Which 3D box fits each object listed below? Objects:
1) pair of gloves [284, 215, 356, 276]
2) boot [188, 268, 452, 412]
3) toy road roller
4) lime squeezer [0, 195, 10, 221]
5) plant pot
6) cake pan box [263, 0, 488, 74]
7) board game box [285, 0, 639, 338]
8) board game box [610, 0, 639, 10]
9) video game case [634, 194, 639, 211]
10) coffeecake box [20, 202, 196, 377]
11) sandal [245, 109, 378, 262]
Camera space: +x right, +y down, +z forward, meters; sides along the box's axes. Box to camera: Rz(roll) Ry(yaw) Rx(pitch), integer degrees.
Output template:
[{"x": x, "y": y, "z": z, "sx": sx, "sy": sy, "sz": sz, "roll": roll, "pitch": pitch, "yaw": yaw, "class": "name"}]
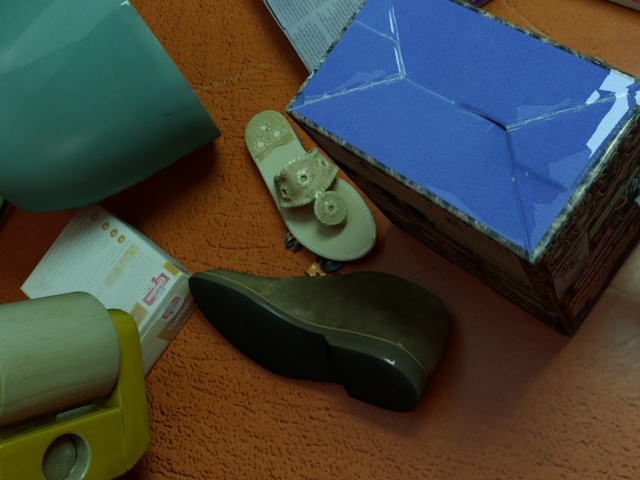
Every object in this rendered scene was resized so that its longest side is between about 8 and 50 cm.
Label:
[{"x": 0.000, "y": 0.000, "z": 0.848, "sx": 0.074, "sy": 0.010, "sz": 0.083, "roll": -41, "pitch": 63, "yaw": 5, "class": "pair of gloves"}, {"x": -0.006, "y": 0.079, "z": 0.793, "sx": 0.305, "sy": 0.112, "sz": 0.115, "roll": 16, "pitch": 49, "yaw": 30, "class": "boot"}, {"x": -0.325, "y": 0.223, "z": 0.771, "sx": 0.240, "sy": 0.202, "sz": 0.330, "roll": -1, "pitch": 94, "yaw": 38, "class": "toy road roller"}, {"x": -0.370, "y": -0.097, "z": 1.010, "sx": 0.310, "sy": 0.059, "sz": 0.110, "roll": -27, "pitch": 64, "yaw": 11, "class": "lime squeezer"}, {"x": -0.295, "y": -0.173, "z": 0.850, "sx": 0.235, "sy": 0.293, "sz": 0.293, "roll": -36, "pitch": 62, "yaw": -3, "class": "plant pot"}, {"x": 0.048, "y": -0.337, "z": 0.914, "sx": 0.245, "sy": 0.070, "sz": 0.267, "roll": -33, "pitch": 63, "yaw": 6, "class": "cake pan box"}, {"x": 0.146, "y": -0.058, "z": 0.648, "sx": 0.232, "sy": 0.291, "sz": 0.141, "roll": 35, "pitch": 89, "yaw": 28, "class": "board game box"}, {"x": 0.417, "y": -0.312, "z": 0.759, "sx": 0.305, "sy": 0.053, "sz": 0.193, "roll": 32, "pitch": 87, "yaw": 28, "class": "board game box"}, {"x": 0.408, "y": 0.027, "z": 0.567, "sx": 0.204, "sy": 0.025, "sz": 0.285, "roll": -35, "pitch": 96, "yaw": 14, "class": "video game case"}, {"x": -0.250, "y": 0.058, "z": 0.899, "sx": 0.185, "sy": 0.068, "sz": 0.142, "roll": 35, "pitch": 88, "yaw": 28, "class": "coffeecake box"}, {"x": -0.030, "y": -0.074, "z": 0.839, "sx": 0.088, "sy": 0.079, "sz": 0.240, "roll": -39, "pitch": 58, "yaw": 4, "class": "sandal"}]
